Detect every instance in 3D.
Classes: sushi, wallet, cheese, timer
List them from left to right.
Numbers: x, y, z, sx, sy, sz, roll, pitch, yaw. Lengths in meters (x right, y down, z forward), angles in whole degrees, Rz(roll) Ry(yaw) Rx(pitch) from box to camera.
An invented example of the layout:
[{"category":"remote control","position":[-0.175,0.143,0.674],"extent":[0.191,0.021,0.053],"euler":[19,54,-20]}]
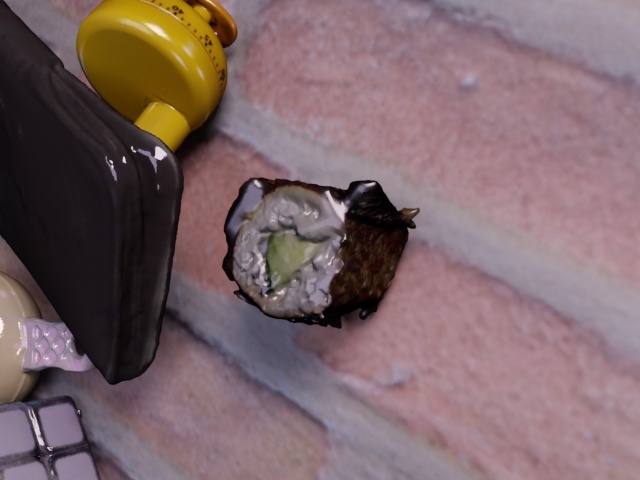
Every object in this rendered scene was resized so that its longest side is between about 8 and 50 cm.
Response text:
[{"category":"cheese","position":[-0.271,0.088,0.614],"extent":[0.227,0.064,0.137],"euler":[-4,87,29]},{"category":"wallet","position":[-0.233,-0.074,0.558],"extent":[0.377,0.051,0.197],"euler":[39,131,32]},{"category":"timer","position":[-0.120,-0.115,0.504],"extent":[0.107,0.107,0.109],"euler":[4,50,30]},{"category":"sushi","position":[-0.001,0.001,0.446],"extent":[0.094,0.084,0.098],"euler":[27,97,32]}]

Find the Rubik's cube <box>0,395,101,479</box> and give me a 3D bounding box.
[{"category":"Rubik's cube","position":[-0.303,0.275,0.525],"extent":[0.237,0.237,0.238],"euler":[-36,71,26]}]
